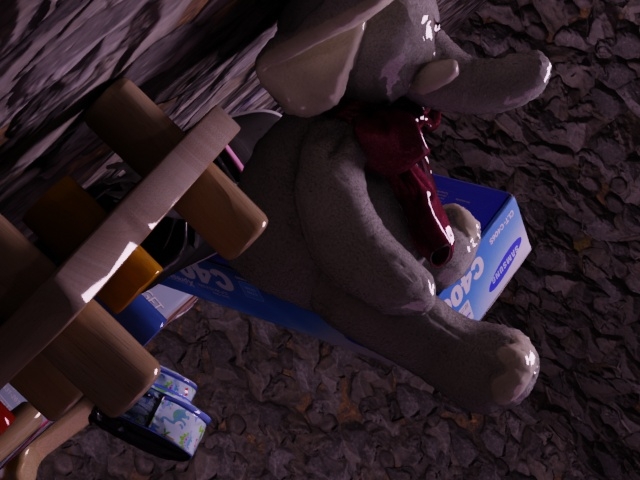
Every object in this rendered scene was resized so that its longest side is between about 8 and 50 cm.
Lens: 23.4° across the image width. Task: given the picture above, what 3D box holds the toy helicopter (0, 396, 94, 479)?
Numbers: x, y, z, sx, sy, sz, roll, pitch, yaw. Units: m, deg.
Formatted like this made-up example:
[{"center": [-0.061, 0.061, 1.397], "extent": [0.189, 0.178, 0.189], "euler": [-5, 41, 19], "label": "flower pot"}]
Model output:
[{"center": [-0.355, 0.227, 1.759], "extent": [0.355, 0.140, 0.235], "euler": [-34, -139, -8], "label": "toy helicopter"}]

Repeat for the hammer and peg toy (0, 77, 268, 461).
[{"center": [-0.202, 0.075, 0.898], "extent": [0.361, 0.127, 0.266], "euler": [-41, -172, 29], "label": "hammer and peg toy"}]

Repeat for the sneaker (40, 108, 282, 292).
[{"center": [-0.110, -0.033, 1.303], "extent": [0.296, 0.104, 0.147], "euler": [-37, -177, -28], "label": "sneaker"}]

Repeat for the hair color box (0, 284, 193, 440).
[{"center": [-0.252, 0.094, 1.585], "extent": [0.374, 0.113, 0.185], "euler": [-43, -179, -36], "label": "hair color box"}]

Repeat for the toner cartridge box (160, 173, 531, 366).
[{"center": [0.000, 0.000, 1.414], "extent": [0.348, 0.075, 0.165], "euler": [17, -124, 37], "label": "toner cartridge box"}]

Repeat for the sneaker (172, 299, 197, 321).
[{"center": [-0.221, 0.055, 2.034], "extent": [0.281, 0.106, 0.162], "euler": [-41, 177, -39], "label": "sneaker"}]

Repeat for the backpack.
[{"center": [-0.170, 0.173, 1.587], "extent": [0.084, 0.114, 0.105], "euler": [-63, -176, -15], "label": "backpack"}]

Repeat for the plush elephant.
[{"center": [0.041, -0.084, 1.115], "extent": [0.272, 0.330, 0.255], "euler": [-89, -156, -68], "label": "plush elephant"}]
